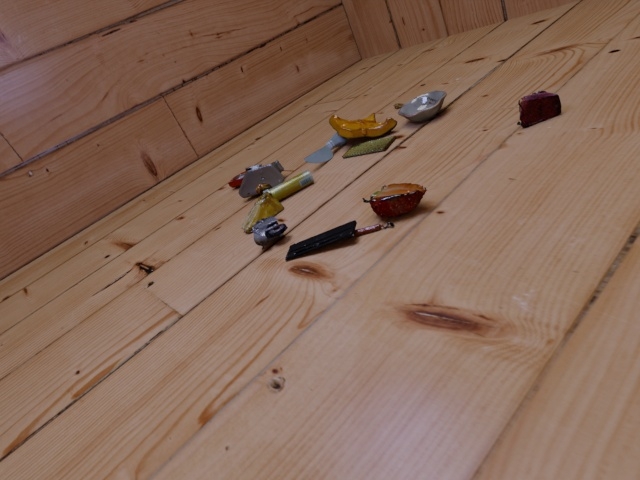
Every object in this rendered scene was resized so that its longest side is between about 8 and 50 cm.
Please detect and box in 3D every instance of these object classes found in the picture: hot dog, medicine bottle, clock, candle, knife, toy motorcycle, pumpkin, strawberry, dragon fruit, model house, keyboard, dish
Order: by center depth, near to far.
[{"bbox_3d":[0.142,-0.033,1.314,0.167,0.021,0.026,-15,29,21],"label":"candle"},{"bbox_3d":[0.230,-0.121,1.326,0.192,0.085,0.140,-15,20,9],"label":"strawberry"},{"bbox_3d":[0.000,0.000,1.357,0.250,0.017,0.087,-22,26,24],"label":"keyboard"},{"bbox_3d":[0.736,-0.461,1.484,0.147,0.102,0.096,-12,36,6],"label":"dragon fruit"},{"bbox_3d":[-0.197,-0.033,1.553,0.122,0.080,0.215,-31,22,-15],"label":"toy motorcycle"},{"bbox_3d":[-0.136,-0.227,1.851,0.218,0.074,0.074,-29,27,-10],"label":"medicine bottle"},{"bbox_3d":[-0.239,-0.223,1.894,0.062,0.038,0.144,-34,-12,14],"label":"hot dog"},{"bbox_3d":[0.474,-0.596,1.972,0.229,0.081,0.229,-22,29,13],"label":"dish"},{"bbox_3d":[0.034,-0.428,2.055,0.044,0.080,0.331,-29,14,48],"label":"knife"},{"bbox_3d":[-0.282,-0.303,2.060,0.229,0.123,0.188,-18,23,6],"label":"model house"},{"bbox_3d":[0.197,-0.552,2.078,0.258,0.095,0.290,-9,26,-9],"label":"pumpkin"},{"bbox_3d":[-0.396,-0.321,2.256,0.155,0.061,0.113,-5,33,41],"label":"clock"}]

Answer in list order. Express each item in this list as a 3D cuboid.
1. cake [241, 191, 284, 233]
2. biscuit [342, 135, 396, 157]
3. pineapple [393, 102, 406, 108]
[{"bbox_3d":[-0.231,-0.097,1.739,0.079,0.116,0.185,4,71,52],"label":"cake"},{"bbox_3d":[0.216,-0.421,1.947,0.231,0.016,0.139,-3,34,38],"label":"biscuit"},{"bbox_3d":[0.416,-0.718,2.302,0.045,0.019,0.083,-30,30,-14],"label":"pineapple"}]
